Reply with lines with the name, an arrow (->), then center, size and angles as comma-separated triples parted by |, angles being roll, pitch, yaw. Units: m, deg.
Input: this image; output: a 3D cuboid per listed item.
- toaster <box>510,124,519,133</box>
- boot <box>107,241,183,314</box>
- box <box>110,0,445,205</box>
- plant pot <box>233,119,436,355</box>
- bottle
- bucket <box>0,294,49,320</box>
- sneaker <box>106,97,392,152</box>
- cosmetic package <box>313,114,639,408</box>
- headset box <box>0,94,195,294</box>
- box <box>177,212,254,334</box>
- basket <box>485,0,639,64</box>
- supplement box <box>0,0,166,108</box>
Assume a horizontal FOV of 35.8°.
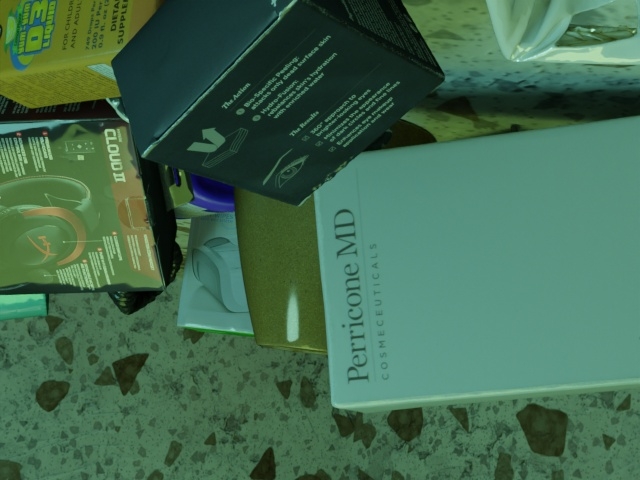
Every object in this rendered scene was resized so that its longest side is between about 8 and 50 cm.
toaster -> 0.231, -0.022, 1.103 | 0.168, 0.185, 0.110 | 4, 178, -38
boot -> -0.321, -0.031, 1.180 | 0.260, 0.131, 0.348 | 45, -167, 13
box -> -0.029, -0.117, 0.683 | 0.156, 0.093, 0.158 | -40, 146, 27
plant pot -> 0.000, 0.000, 1.125 | 0.237, 0.254, 0.237 | 8, 171, 1
bottle -> -0.190, -0.076, 1.308 | 0.118, 0.092, 0.283 | 12, 170, -31
bucket -> -0.493, -0.006, 1.453 | 0.183, 0.281, 0.281 | 1, 173, -14
sneaker -> -0.069, -0.120, 0.913 | 0.275, 0.107, 0.110 | 11, 180, -23
cosmetic package -> 0.235, 0.022, 0.889 | 0.454, 0.230, 0.161 | -8, 169, 11
headset box -> -0.275, -0.057, 0.984 | 0.293, 0.110, 0.218 | -2, 131, 3
box -> -0.051, 0.027, 1.415 | 0.262, 0.231, 0.127 | 6, 173, 7
basket -> 0.138, -0.158, 0.464 | 0.113, 0.103, 0.167 | 5, 171, 16
supplement box -> -0.185, -0.161, 0.795 | 0.233, 0.078, 0.080 | -1, 168, 39
